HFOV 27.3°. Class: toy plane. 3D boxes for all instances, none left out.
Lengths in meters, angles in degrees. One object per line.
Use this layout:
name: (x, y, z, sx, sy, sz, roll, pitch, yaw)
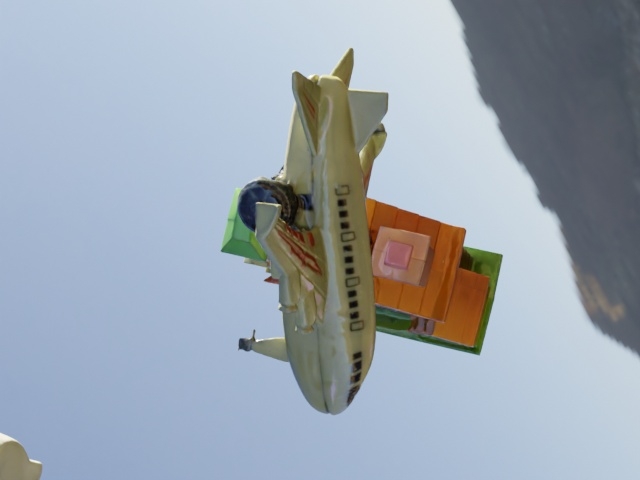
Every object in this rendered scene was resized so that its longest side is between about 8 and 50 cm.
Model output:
toy plane: (0.000, 0.000, 0.927, 0.242, 0.104, 0.256, -40, -38, -66)

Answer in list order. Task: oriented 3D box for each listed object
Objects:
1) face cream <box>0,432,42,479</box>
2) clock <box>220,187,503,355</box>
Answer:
face cream: (-0.481, 0.187, 1.417, 0.370, 0.145, 0.145, 20, -165, 4)
clock: (0.042, 0.026, 1.250, 0.255, 0.220, 0.106, 30, -107, -73)
